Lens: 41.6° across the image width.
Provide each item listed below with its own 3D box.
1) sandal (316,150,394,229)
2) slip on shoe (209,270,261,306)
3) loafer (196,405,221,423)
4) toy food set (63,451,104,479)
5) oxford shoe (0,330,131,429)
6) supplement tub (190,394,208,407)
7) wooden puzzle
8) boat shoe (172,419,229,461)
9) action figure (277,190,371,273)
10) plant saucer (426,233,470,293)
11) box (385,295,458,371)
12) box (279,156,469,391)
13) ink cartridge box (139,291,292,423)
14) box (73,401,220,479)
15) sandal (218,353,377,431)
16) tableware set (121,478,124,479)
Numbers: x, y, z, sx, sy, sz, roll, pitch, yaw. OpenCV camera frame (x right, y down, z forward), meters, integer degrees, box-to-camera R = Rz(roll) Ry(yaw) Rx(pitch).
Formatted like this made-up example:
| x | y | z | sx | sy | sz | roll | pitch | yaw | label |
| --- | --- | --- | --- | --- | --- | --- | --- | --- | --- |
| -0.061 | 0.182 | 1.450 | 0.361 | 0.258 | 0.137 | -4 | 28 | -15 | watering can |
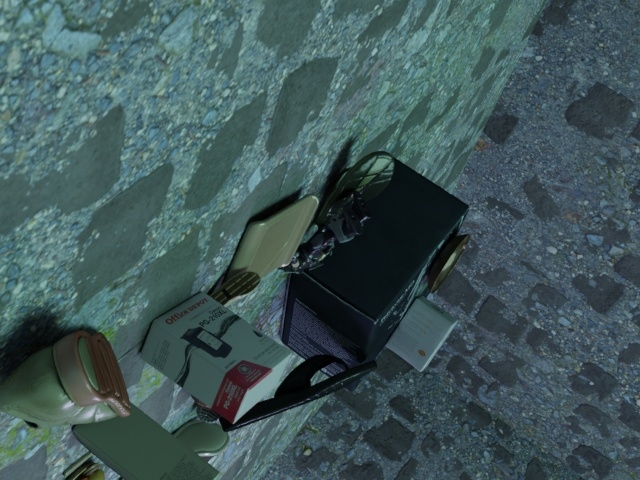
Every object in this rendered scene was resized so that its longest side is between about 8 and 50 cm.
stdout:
| x | y | z | sx | sy | sz | roll | pitch | yaw | label |
| --- | --- | --- | --- | --- | --- | --- | --- | --- | --- |
| 0.068 | -0.130 | 2.088 | 0.120 | 0.086 | 0.303 | 5 | 146 | -32 | sandal |
| -0.189 | 0.111 | 1.802 | 0.135 | 0.051 | 0.041 | -36 | 179 | -9 | slip on shoe |
| -0.237 | 0.368 | 2.232 | 0.251 | 0.094 | 0.087 | -47 | -169 | 2 | loafer |
| -0.499 | 0.518 | 1.762 | 0.132 | 0.038 | 0.192 | -37 | 157 | -52 | toy food set |
| -0.398 | 0.228 | 1.335 | 0.146 | 0.140 | 0.397 | -21 | 165 | -7 | oxford shoe |
| -0.260 | 0.364 | 2.070 | 0.106 | 0.106 | 0.198 | -53 | 166 | -10 | supplement tub |
| -0.117 | 0.007 | 1.877 | 0.239 | 0.044 | 0.221 | -28 | 150 | -52 | wooden puzzle |
| -0.356 | 0.560 | 2.197 | 0.096 | 0.116 | 0.324 | -56 | 163 | 20 | boat shoe |
| 0.000 | 0.000 | 2.061 | 0.285 | 0.099 | 0.185 | -37 | 174 | 35 | action figure |
| 0.350 | 0.059 | 2.355 | 0.198 | 0.036 | 0.198 | -51 | 163 | -22 | plant saucer |
| 0.291 | 0.266 | 2.425 | 0.170 | 0.130 | 0.091 | -57 | 166 | 13 | box |
| 0.143 | 0.103 | 2.446 | 0.480 | 0.297 | 0.471 | -48 | 162 | -28 | box |
| -0.206 | 0.225 | 1.662 | 0.172 | 0.237 | 0.100 | -33 | 151 | -57 | ink cartridge box |
| -0.327 | 0.412 | 1.601 | 0.113 | 0.275 | 0.094 | -47 | 164 | -27 | box |
| -0.060 | 0.377 | 2.216 | 0.446 | 0.107 | 0.167 | -18 | 167 | -14 | sandal |
| -0.482 | 0.654 | 2.052 | 0.168 | 0.020 | 0.141 | 76 | 31 | -48 | tableware set |
